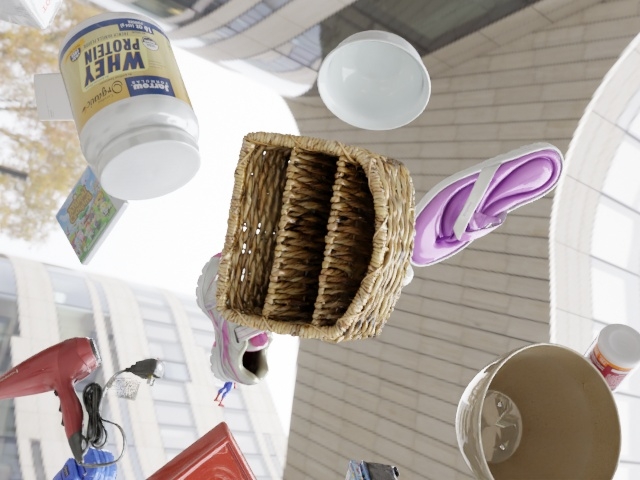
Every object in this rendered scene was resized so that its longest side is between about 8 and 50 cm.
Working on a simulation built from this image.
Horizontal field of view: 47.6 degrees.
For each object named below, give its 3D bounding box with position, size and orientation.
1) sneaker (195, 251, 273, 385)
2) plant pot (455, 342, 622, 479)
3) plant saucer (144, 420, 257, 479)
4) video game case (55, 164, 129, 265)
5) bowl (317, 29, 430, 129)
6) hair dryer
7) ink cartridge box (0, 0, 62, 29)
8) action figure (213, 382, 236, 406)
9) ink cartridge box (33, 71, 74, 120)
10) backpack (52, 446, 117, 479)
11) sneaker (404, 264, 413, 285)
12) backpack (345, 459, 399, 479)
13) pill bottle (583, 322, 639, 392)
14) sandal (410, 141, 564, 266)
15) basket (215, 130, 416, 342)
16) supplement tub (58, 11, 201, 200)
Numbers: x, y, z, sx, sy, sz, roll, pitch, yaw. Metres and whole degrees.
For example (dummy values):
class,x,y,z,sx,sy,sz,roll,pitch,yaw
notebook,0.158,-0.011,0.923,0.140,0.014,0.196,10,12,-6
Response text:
class,x,y,z,sx,sy,sz,roll,pitch,yaw
sneaker,-0.133,0.137,1.236,0.111,0.103,0.252,13,-59,43
plant pot,0.348,0.327,1.274,0.191,0.284,0.284,152,-53,-67
plant saucer,-0.260,0.618,1.763,0.047,0.258,0.259,-17,-78,52
video game case,-0.588,-0.077,1.856,0.212,0.023,0.193,-51,-123,19
bowl,0.146,-0.444,1.913,0.298,0.298,0.134,-30,-144,41
hair dryer,-0.439,0.260,1.256,0.293,0.080,0.224,6,-139,15
ink cartridge box,-0.441,-0.430,1.015,0.092,0.219,0.160,14,-110,14
action figure,-0.216,0.338,1.726,0.038,0.030,0.115,36,-75,51
ink cartridge box,-0.526,-0.361,1.789,0.283,0.207,0.117,3,-74,20
backpack,-0.482,0.489,1.493,0.120,0.101,0.098,-48,-133,9
sneaker,0.152,0.019,1.920,0.106,0.290,0.123,-55,-162,-22
backpack,0.100,0.561,1.490,0.158,0.116,0.173,-113,-142,-76
pill bottle,0.517,0.221,1.305,0.152,0.086,0.086,94,-16,-52
sandal,0.356,-0.083,1.556,0.416,0.169,0.102,-34,-152,-6
basket,0.000,0.000,1.108,0.213,0.223,0.299,11,-90,43
supplement tub,-0.369,-0.260,1.420,0.228,0.228,0.316,-40,-119,35
